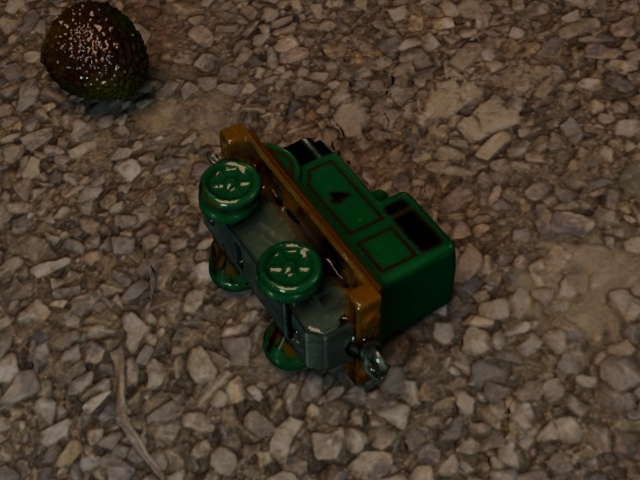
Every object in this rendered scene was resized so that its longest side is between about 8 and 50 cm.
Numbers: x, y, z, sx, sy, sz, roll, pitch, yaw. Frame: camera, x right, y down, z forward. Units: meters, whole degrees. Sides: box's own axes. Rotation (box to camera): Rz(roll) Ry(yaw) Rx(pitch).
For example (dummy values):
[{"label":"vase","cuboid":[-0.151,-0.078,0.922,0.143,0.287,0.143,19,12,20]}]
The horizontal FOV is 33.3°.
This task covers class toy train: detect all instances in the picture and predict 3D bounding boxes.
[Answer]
[{"label":"toy train","cuboid":[0.000,0.000,1.366,0.249,0.178,0.429,-25,54,-19]}]

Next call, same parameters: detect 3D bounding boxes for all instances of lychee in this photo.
[{"label":"lychee","cuboid":[-0.341,-0.286,1.655,0.171,0.171,0.171,-6,54,8]}]
